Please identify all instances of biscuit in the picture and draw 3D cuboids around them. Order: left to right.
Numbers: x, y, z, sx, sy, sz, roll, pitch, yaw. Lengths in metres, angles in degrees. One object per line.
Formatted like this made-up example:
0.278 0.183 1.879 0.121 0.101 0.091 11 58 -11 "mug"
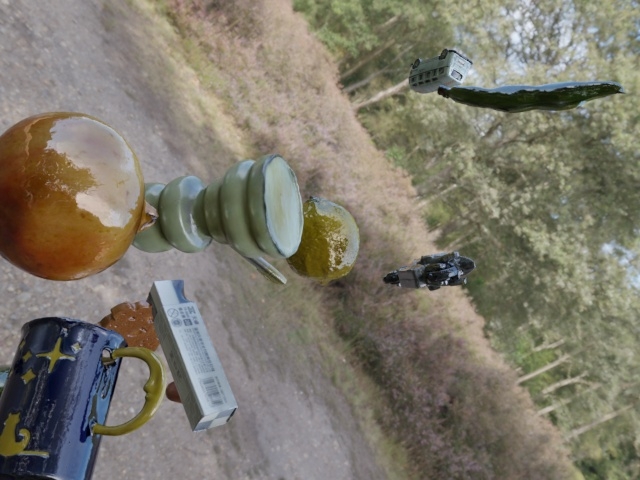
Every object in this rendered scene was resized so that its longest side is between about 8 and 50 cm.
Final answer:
-0.629 0.301 1.741 0.043 0.284 0.306 55 -17 35 "biscuit"

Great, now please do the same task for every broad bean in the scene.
0.336 -0.239 0.850 0.060 0.298 0.043 -64 148 -35 "broad bean"

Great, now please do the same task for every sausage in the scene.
-0.430 0.511 1.701 0.077 0.194 0.077 4 90 -71 "sausage"

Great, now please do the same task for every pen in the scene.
-0.182 0.048 1.352 0.233 0.040 0.032 40 37 -20 "pen"

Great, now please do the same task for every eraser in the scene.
-0.340 0.281 1.305 0.098 0.096 0.403 -2 47 -39 "eraser"

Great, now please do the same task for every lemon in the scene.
0.000 0.000 1.262 0.192 0.193 0.230 -68 153 -73 "lemon"

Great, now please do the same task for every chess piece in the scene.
-0.213 -0.049 0.921 0.182 0.331 0.182 -4 90 -72 "chess piece"

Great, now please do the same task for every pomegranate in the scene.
-0.317 -0.053 0.635 0.209 0.209 0.209 54 15 -21 "pomegranate"

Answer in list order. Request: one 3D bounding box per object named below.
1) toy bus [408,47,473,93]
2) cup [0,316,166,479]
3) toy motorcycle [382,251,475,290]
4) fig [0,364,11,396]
0.325 -0.468 1.433 0.087 0.088 0.194 18 -5 -30 "toy bus"
-0.401 0.263 0.815 0.178 0.255 0.256 36 40 -40 "cup"
0.243 0.065 1.106 0.225 0.152 0.073 -15 -90 63 "toy motorcycle"
-0.633 0.334 1.063 0.245 0.195 0.195 -34 94 -46 "fig"
